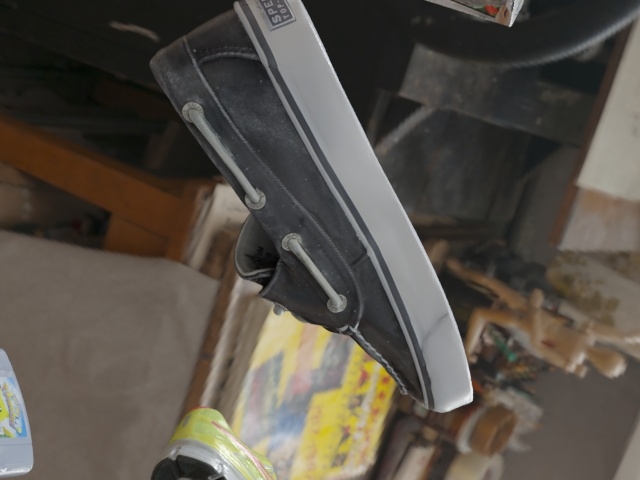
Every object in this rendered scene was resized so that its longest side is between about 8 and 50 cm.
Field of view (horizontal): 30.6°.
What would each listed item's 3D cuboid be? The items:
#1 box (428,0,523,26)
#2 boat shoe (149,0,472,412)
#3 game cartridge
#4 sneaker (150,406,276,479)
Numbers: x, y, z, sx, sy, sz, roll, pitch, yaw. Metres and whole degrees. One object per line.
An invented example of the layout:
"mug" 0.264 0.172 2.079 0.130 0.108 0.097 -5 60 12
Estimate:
"box" 0.089 -0.274 1.066 0.114 0.207 0.036 89 25 -57
"boat shoe" 0.000 0.000 0.683 0.102 0.108 0.301 -27 125 2
"game cartridge" -0.201 0.104 0.715 0.056 0.017 0.083 30 41 -72
"sneaker" -0.053 0.211 0.911 0.094 0.082 0.208 -86 153 -57
